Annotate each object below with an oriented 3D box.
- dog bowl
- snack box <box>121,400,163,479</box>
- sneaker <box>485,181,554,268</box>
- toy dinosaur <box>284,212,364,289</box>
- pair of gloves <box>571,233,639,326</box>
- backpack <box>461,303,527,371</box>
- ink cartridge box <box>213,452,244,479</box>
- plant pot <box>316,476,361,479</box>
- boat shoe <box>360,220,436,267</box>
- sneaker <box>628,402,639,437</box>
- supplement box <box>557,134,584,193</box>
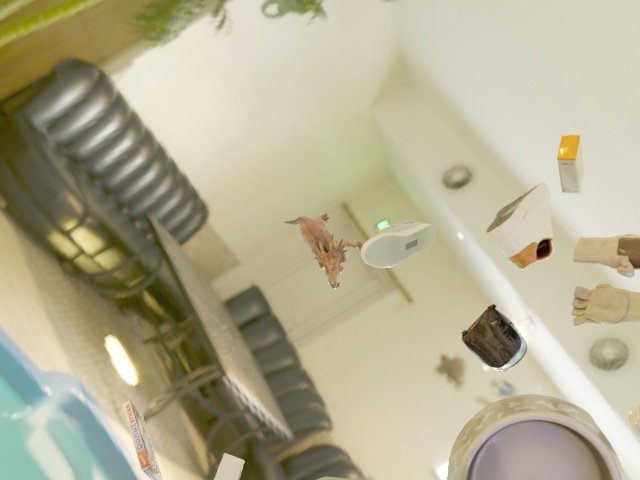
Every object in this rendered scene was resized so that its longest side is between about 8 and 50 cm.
[{"bbox_3d":[0.413,0.473,1.766,0.349,0.348,0.102,59,7,7],"label":"dog bowl"},{"bbox_3d":[-0.362,0.408,1.881,0.178,0.022,0.064,59,-5,45],"label":"snack box"},{"bbox_3d":[0.415,-0.023,1.851,0.123,0.106,0.290,52,35,-1],"label":"sneaker"},{"bbox_3d":[0.000,0.000,2.700,0.295,0.127,0.200,43,14,20],"label":"toy dinosaur"},{"bbox_3d":[0.664,0.086,2.064,0.042,0.204,0.240,53,42,-44],"label":"pair of gloves"},{"bbox_3d":[0.364,0.210,1.903,0.114,0.105,0.084,47,6,34],"label":"backpack"},{"bbox_3d":[-0.279,0.713,2.308,0.065,0.333,0.165,21,-40,3],"label":"ink cartridge box"},{"bbox_3d":[0.132,0.571,1.630,0.341,0.334,0.341,-18,110,-60],"label":"plant pot"},{"bbox_3d":[0.166,0.005,2.147,0.081,0.227,0.079,19,-63,46],"label":"boat shoe"},{"bbox_3d":[0.872,0.377,2.246,0.135,0.150,0.366,48,32,10],"label":"sneaker"},{"bbox_3d":[0.472,-0.143,1.745,0.098,0.036,0.062,65,36,-47],"label":"supplement box"}]
